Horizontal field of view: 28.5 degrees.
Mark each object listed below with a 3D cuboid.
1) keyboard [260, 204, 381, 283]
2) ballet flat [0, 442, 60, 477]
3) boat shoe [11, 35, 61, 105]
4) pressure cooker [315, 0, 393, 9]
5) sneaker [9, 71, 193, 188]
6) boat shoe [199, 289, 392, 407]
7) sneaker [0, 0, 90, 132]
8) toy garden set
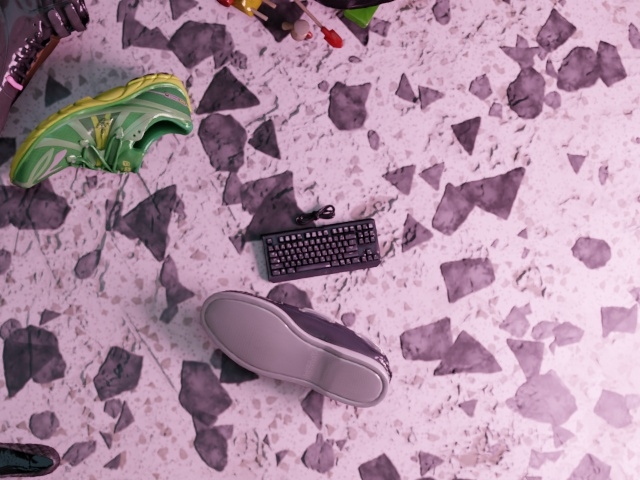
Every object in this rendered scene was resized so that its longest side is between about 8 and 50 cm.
[{"bbox_3d":[0.000,0.000,1.946,0.180,0.023,0.108,-9,82,-13],"label":"keyboard"},{"bbox_3d":[-0.458,0.312,1.793,0.173,0.049,0.057,-3,80,-11],"label":"ballet flat"},{"bbox_3d":[-0.450,-0.296,1.871,0.089,0.104,0.285,34,77,-6],"label":"boat shoe"},{"bbox_3d":[0.061,-0.598,1.851,0.375,0.370,0.420,-17,77,-31],"label":"pressure cooker"},{"bbox_3d":[-0.321,-0.148,1.867,0.295,0.109,0.123,-28,82,-14],"label":"sneaker"},{"bbox_3d":[-0.036,0.153,1.881,0.302,0.091,0.114,30,112,-6],"label":"boat shoe"},{"bbox_3d":[-0.407,-0.282,1.775,0.147,0.104,0.296,6,83,2],"label":"sneaker"},{"bbox_3d":[-0.031,-0.405,1.999,0.244,0.049,0.204,33,75,-4],"label":"toy garden set"}]
